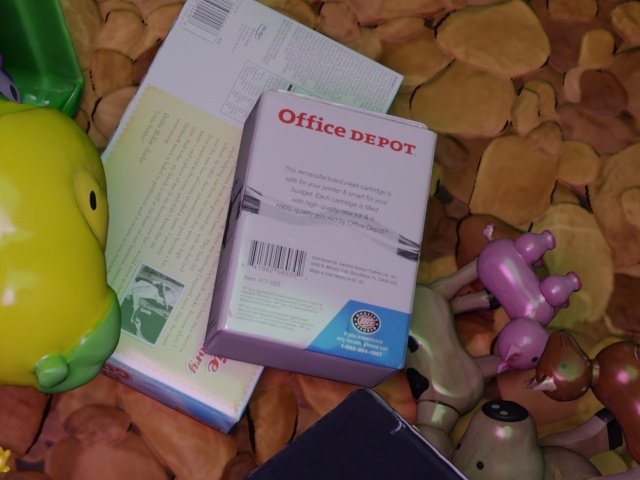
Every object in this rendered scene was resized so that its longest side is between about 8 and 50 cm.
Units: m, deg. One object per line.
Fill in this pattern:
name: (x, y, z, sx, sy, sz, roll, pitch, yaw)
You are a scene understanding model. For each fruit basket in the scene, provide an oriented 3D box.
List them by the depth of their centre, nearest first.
fruit basket: (-0.247, -0.077, 1.189, 0.392, 0.392, 0.283, 33, 69, 1)

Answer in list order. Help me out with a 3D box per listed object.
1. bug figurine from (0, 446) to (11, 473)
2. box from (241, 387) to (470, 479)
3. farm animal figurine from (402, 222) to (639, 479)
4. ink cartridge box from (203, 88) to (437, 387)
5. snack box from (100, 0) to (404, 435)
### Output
bug figurine: (-0.349, 0.202, 1.233, 0.216, 0.072, 0.279, 28, 74, 6)
box: (0.060, 0.335, 1.053, 0.212, 0.395, 0.293, -36, 59, -20)
farm animal figurine: (0.149, 0.167, 1.268, 0.172, 0.330, 0.327, -23, 106, -19)
ink cartridge box: (0.000, 0.000, 1.300, 0.139, 0.082, 0.191, 13, 70, -10)
snack box: (-0.083, -0.032, 1.368, 0.187, 0.060, 0.322, 27, 69, -2)
